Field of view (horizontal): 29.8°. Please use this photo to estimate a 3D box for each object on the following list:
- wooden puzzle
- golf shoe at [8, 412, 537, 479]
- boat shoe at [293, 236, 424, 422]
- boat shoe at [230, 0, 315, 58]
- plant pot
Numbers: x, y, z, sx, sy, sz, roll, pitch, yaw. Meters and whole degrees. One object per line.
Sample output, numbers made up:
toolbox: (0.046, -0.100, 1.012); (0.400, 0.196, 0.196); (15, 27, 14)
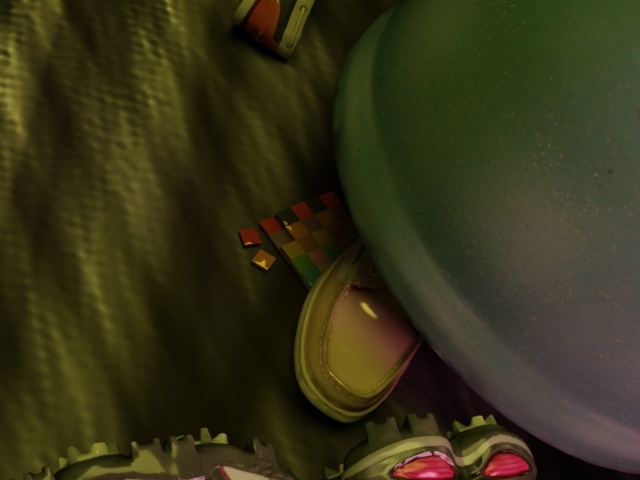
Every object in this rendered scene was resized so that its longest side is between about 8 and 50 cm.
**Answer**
wooden puzzle: (0.000, 0.000, 0.643); (0.083, 0.006, 0.049); (-24, 64, -32)
golf shoe: (-0.027, 0.139, 0.466); (0.273, 0.105, 0.120); (-2, 62, -20)
boat shoe: (0.041, 0.015, 0.605); (0.063, 0.059, 0.170); (36, 49, -8)
boat shoe: (0.002, -0.173, 0.716); (0.043, 0.049, 0.137); (35, 93, -6)
plant pot: (0.179, -0.062, 0.580); (0.293, 0.196, 0.293); (19, 49, -24)
